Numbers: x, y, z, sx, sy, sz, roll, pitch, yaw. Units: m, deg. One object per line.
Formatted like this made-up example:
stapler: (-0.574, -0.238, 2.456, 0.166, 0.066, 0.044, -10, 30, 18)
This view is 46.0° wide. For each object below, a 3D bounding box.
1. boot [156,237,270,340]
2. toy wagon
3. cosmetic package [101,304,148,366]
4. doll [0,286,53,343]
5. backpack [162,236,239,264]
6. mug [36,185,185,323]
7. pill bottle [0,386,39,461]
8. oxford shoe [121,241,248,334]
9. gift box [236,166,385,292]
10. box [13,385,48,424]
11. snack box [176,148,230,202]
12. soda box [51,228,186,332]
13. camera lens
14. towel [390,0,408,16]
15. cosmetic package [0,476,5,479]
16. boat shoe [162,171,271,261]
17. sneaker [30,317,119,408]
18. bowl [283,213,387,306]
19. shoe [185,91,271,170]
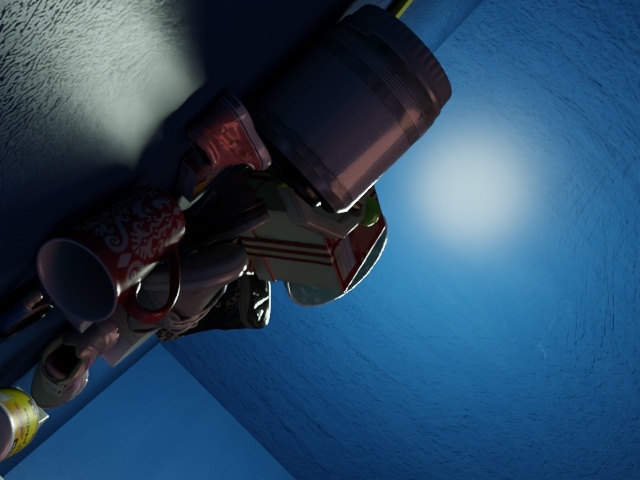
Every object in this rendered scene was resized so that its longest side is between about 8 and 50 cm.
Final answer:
boot: (-0.269, 0.072, 1.878, 0.284, 0.377, 0.138, -15, 147, 17)
toy wagon: (0.024, -0.182, 1.409, 0.068, 0.267, 0.344, -3, -107, 39)
cosmetic package: (-0.389, 0.153, 1.568, 0.085, 0.117, 0.231, -43, -178, 28)
doll: (-0.370, 0.087, 0.955, 0.189, 0.046, 0.129, -37, -175, -38)
backpack: (-0.275, 0.055, 1.705, 0.188, 0.144, 0.166, -39, -172, 25)
mug: (-0.243, 0.023, 0.940, 0.113, 0.150, 0.169, -16, -159, 31)
pill bottle: (-0.537, 0.303, 1.214, 0.117, 0.117, 0.215, -45, 180, -8)
oxford shoe: (-0.240, 0.093, 1.308, 0.169, 0.130, 0.449, -18, 180, -33)
gift box: (-0.049, -0.051, 1.593, 0.258, 0.255, 0.276, 9, -138, 32)
box: (-0.627, 0.374, 1.380, 0.113, 0.094, 0.275, -45, 180, 10)
snack box: (-0.168, -0.120, 1.145, 0.100, 0.037, 0.141, -46, -179, -20)
soda box: (-0.307, 0.039, 1.149, 0.216, 0.069, 0.074, -46, 180, -23)
camera lens: (0.036, -0.195, 1.162, 0.274, 0.219, 0.219, -45, 180, -2)
towel: (0.139, -0.440, 1.493, 0.237, 0.021, 0.102, -46, -175, 39)
cosmetic package: (-0.710, 0.520, 1.452, 0.151, 0.183, 0.151, -45, 180, 8)
boat shoe: (-0.204, -0.040, 1.311, 0.112, 0.095, 0.335, -29, -173, -38)
sneaker: (-0.495, 0.238, 1.437, 0.252, 0.103, 0.111, -52, 173, 24)
bowl: (0.000, 0.000, 1.917, 0.311, 0.163, 0.311, -28, 143, -24)
shoe: (-0.126, -0.128, 1.028, 0.081, 0.063, 0.178, -41, 160, -7)
